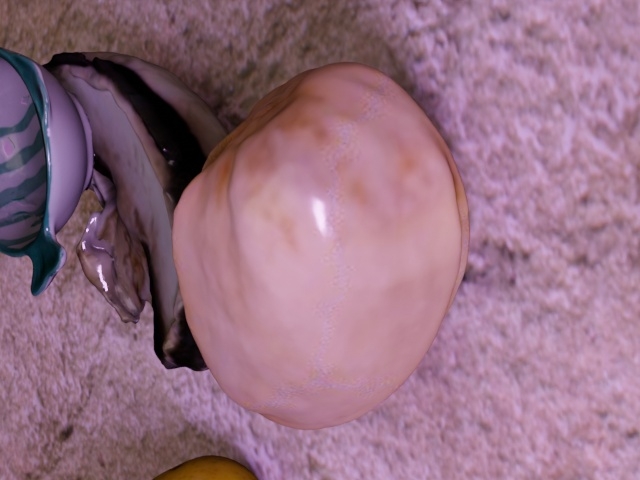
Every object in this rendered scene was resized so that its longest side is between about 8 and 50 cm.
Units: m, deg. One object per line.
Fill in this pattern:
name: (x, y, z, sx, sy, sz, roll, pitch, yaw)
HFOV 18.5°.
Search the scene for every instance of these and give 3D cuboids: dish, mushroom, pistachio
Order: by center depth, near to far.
pistachio: (0.000, 0.000, 1.609, 0.238, 0.229, 0.321, 20, 123, 12)
dish: (-0.263, -0.074, 1.826, 0.224, 0.078, 0.246, -47, 60, 49)
mushroom: (-0.160, -0.040, 1.871, 0.344, 0.130, 0.247, 49, 139, 36)

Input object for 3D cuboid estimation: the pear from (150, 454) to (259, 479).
pear: (-0.117, 0.287, 1.824, 0.267, 0.267, 0.178, -1, 70, 50)
